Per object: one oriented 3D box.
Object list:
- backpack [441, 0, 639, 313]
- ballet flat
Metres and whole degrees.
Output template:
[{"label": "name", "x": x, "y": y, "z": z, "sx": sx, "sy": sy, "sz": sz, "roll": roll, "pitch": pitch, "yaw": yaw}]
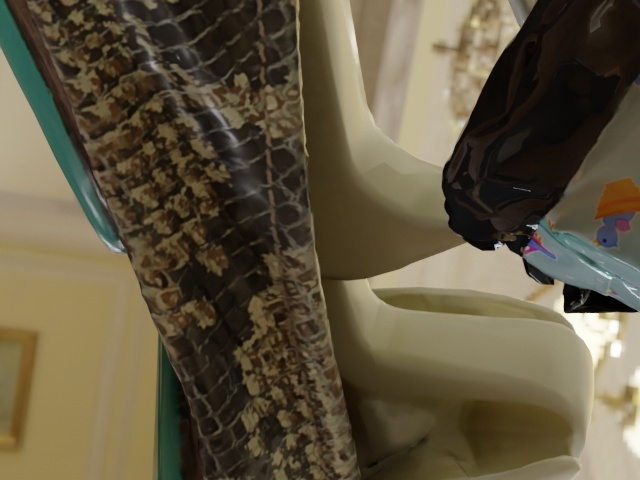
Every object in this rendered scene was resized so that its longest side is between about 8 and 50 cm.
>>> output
[{"label": "backpack", "x": 0.133, "y": -0.016, "z": 0.389, "sx": 0.152, "sy": 0.182, "sz": 0.115, "roll": -60, "pitch": 170, "yaw": 12}, {"label": "ballet flat", "x": 0.000, "y": 0.000, "z": 0.516, "sx": 0.164, "sy": 0.182, "sz": 0.483, "roll": -93, "pitch": 176, "yaw": -56}]
